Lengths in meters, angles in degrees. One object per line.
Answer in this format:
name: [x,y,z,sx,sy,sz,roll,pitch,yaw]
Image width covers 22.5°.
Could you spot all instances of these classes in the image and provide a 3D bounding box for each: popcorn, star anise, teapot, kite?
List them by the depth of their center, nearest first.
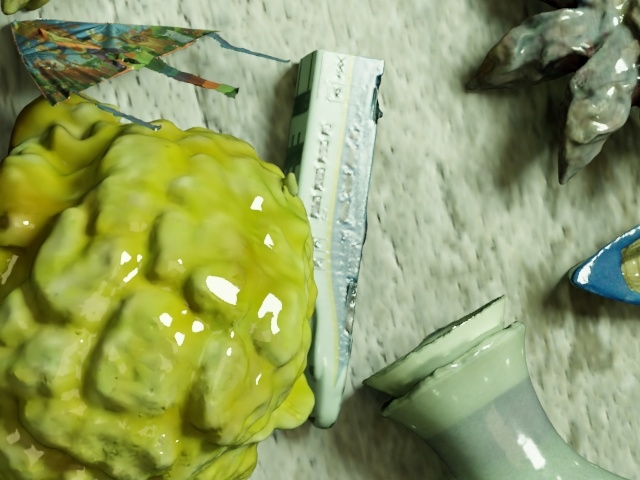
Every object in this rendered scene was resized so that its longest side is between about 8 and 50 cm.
popcorn: [-0.114,0.031,0.904,0.237,0.206,0.251,-40,68,-2]
kite: [-0.117,-0.110,0.950,0.160,0.183,0.010,20,118,20]
teapot: [0.136,0.164,0.994,0.183,0.183,0.251,-30,86,-18]
star anise: [0.220,-0.133,1.034,0.262,0.081,0.230,27,81,11]

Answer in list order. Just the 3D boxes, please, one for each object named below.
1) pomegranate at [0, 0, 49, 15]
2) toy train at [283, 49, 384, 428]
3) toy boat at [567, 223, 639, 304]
pomegranate: [-0.138,-0.245,0.913,0.246,0.198,0.198,-35,99,2]
toy train: [0.000,0.000,1.012,0.051,0.052,0.233,9,85,-15]
toy boat: [0.265,0.008,1.103,0.229,0.046,0.080,-11,92,-18]
